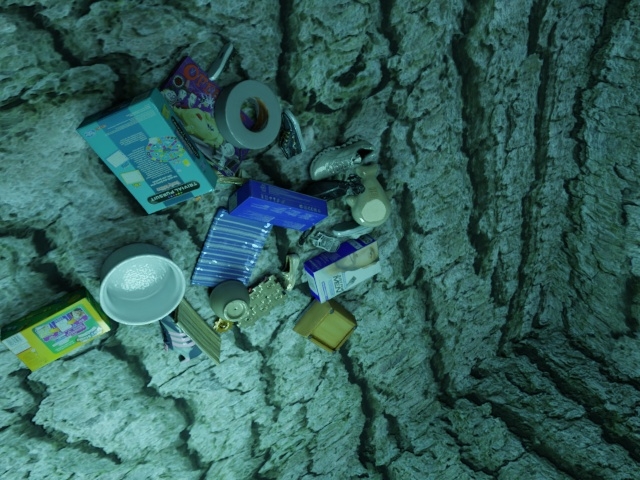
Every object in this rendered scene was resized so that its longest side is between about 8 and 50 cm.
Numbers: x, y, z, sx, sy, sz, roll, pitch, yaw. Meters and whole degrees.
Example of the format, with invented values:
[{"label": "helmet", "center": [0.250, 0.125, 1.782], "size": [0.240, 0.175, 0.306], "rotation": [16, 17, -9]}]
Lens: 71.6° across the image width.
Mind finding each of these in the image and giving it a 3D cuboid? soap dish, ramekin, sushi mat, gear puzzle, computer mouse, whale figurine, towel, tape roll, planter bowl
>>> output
[{"label": "soap dish", "center": [0.033, 0.411, 2.139], "size": [0.229, 0.118, 0.291], "rotation": [-49, 132, 0]}, {"label": "ramekin", "center": [-0.626, 0.143, 1.548], "size": [0.277, 0.135, 0.277], "rotation": [-15, 123, -25]}, {"label": "sushi mat", "center": [-0.479, 0.360, 1.761], "size": [0.019, 0.151, 0.316], "rotation": [-21, 130, 8]}, {"label": "gear puzzle", "center": [-0.308, 0.286, 1.901], "size": [0.339, 0.044, 0.175], "rotation": [-36, 128, -9]}, {"label": "computer mouse", "center": [0.000, 0.000, 1.938], "size": [0.193, 0.042, 0.106], "rotation": [22, 97, -34]}, {"label": "whale figurine", "center": [0.205, -0.193, 1.921], "size": [0.217, 0.141, 0.271], "rotation": [-11, 98, -13]}, {"label": "towel", "center": [-0.342, 0.043, 1.740], "size": [0.243, 0.040, 0.335], "rotation": [13, 108, -37]}, {"label": "tape roll", "center": [-0.237, -0.414, 1.470], "size": [0.219, 0.072, 0.219], "rotation": [-12, 108, -42]}, {"label": "planter bowl", "center": [-0.350, 0.254, 1.763], "size": [0.162, 0.109, 0.162], "rotation": [-11, 116, -23]}, {"label": "computer mouse", "center": [0.037, -0.207, 1.777], "size": [0.272, 0.072, 0.188], "rotation": [-17, 166, 9]}]

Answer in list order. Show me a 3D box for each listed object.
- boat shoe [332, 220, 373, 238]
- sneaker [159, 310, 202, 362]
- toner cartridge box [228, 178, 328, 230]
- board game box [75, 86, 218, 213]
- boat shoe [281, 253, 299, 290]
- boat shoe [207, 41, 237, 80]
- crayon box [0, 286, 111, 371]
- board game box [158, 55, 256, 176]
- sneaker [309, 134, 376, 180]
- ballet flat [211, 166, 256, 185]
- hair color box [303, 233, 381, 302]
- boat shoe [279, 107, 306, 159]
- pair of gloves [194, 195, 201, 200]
[{"label": "boat shoe", "center": [0.155, -0.042, 1.984], "size": [0.226, 0.083, 0.075], "rotation": [-15, 122, -27]}, {"label": "sneaker", "center": [-0.573, 0.370, 1.727], "size": [0.131, 0.112, 0.319], "rotation": [-37, 128, -10]}, {"label": "toner cartridge box", "center": [-0.157, -0.125, 1.684], "size": [0.348, 0.075, 0.165], "rotation": [12, 153, -37]}, {"label": "board game box", "center": [-0.514, -0.261, 1.356], "size": [0.254, 0.079, 0.336], "rotation": [-17, 131, 14]}, {"label": "boat shoe", "center": [-0.138, 0.136, 1.914], "size": [0.059, 0.063, 0.169], "rotation": [5, 103, -32]}, {"label": "boat shoe", "center": [-0.305, -0.557, 1.399], "size": [0.040, 0.049, 0.142], "rotation": [40, 70, -48]}, {"label": "crayon box", "center": [-0.886, 0.298, 1.501], "size": [0.279, 0.081, 0.165], "rotation": [-29, 128, -16]}, {"label": "board game box", "center": [-0.365, -0.390, 1.441], "size": [0.347, 0.056, 0.208], "rotation": [41, 69, -41]}, {"label": "sneaker", "center": [0.089, -0.321, 1.764], "size": [0.292, 0.118, 0.110], "rotation": [-32, 130, -12]}, {"label": "ballet flat", "center": [-0.305, -0.228, 1.593], "size": [0.206, 0.073, 0.067], "rotation": [2, 103, -37]}, {"label": "hair color box", "center": [0.105, 0.122, 2.032], "size": [0.339, 0.110, 0.185], "rotation": [-27, 126, -20]}, {"label": "boat shoe", "center": [-0.117, -0.386, 1.625], "size": [0.083, 0.065, 0.183], "rotation": [-34, 130, -14]}, {"label": "pair of gloves", "center": [-0.432, -0.186, 1.570], "size": [0.083, 0.010, 0.074], "rotation": [-43, 132, -2]}]
